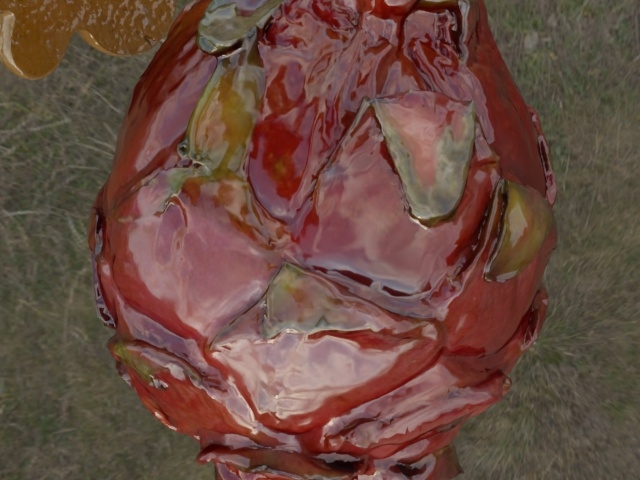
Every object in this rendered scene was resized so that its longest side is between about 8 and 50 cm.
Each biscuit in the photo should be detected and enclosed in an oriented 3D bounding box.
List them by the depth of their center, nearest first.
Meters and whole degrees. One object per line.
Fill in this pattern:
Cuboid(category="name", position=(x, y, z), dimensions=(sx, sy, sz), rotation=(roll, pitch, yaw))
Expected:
Cuboid(category="biscuit", position=(-0.209, -0.201, 0.656), dimensions=(0.036, 0.250, 0.165), rotation=(19, 95, 42))

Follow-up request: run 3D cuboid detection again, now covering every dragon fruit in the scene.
Cuboid(category="dragon fruit", position=(0.000, 0.000, 0.534), dimensions=(0.277, 0.277, 0.343), rotation=(10, 100, 14))
